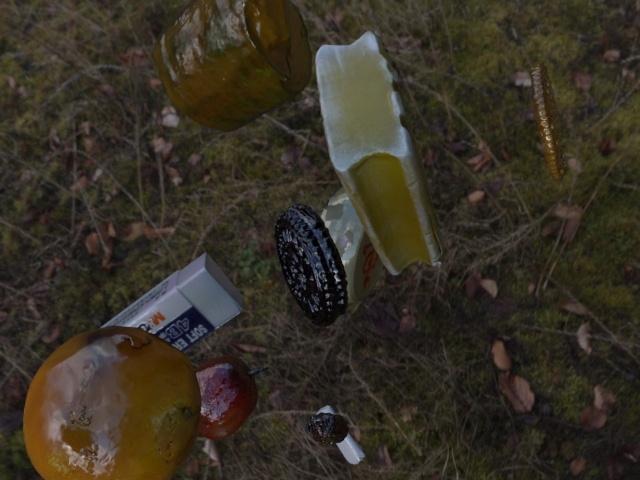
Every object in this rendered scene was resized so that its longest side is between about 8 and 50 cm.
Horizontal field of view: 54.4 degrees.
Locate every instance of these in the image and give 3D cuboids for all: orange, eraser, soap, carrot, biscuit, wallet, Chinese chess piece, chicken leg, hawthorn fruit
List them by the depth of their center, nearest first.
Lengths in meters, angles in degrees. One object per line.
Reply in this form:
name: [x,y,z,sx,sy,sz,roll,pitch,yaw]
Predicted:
soap: [0.077,-0.086,0.729,0.089,0.274,0.174,-13,61,12]
orange: [-0.291,0.245,0.889,0.246,0.246,0.246,-5,58,8]
biscuit: [-0.017,0.037,0.944,0.053,0.195,0.195,-20,56,-20]
carrot: [-0.134,-0.344,1.102,0.340,0.241,0.242,-23,50,38]
eraser: [-0.298,0.158,1.218,0.287,0.130,0.086,-34,21,9]
Chinese chess piece: [0.069,0.008,1.277,0.097,0.251,0.251,17,64,21]
biscuit: [0.485,-0.251,1.314,0.035,0.254,0.254,-10,56,26]
chicken leg: [0.020,0.478,1.576,0.105,0.234,0.063,6,64,10]
wallet: [0.058,0.572,1.824,0.033,0.095,0.190,-32,81,-28]
hawthorn fruit: [-0.295,0.497,2.037,0.300,0.254,0.254,-25,58,-3]
